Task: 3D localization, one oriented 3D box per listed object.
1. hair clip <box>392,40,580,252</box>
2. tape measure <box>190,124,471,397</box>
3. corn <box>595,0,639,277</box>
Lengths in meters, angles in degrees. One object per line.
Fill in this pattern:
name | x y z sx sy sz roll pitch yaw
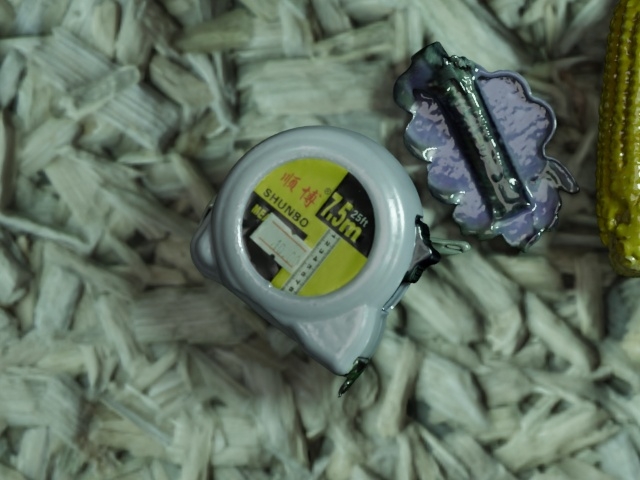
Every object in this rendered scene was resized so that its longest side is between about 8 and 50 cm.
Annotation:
hair clip | 0.139 -0.083 1.443 0.124 0.052 0.195 -30 83 8
tape measure | 0.004 -0.001 1.424 0.196 0.105 0.178 43 96 13
corn | 0.273 -0.099 1.406 0.097 0.097 0.261 8 84 9
